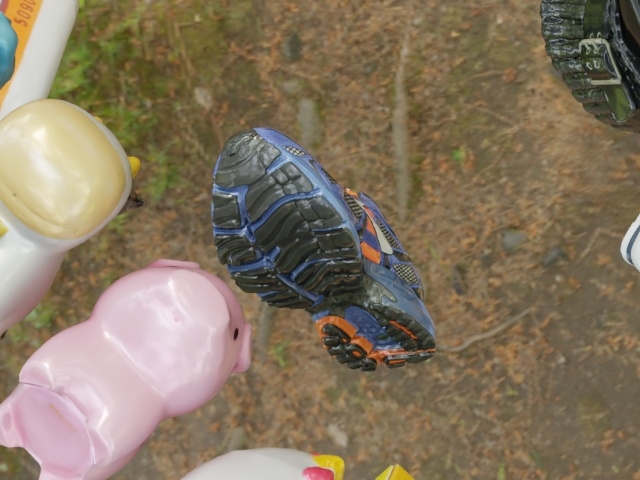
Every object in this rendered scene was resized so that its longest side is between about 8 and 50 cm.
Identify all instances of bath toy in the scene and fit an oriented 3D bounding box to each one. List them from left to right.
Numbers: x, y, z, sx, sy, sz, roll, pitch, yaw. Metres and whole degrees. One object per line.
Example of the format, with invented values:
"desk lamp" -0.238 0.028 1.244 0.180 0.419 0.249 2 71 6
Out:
"bath toy" -0.103 0.047 0.585 0.348 0.129 0.151 51 128 1

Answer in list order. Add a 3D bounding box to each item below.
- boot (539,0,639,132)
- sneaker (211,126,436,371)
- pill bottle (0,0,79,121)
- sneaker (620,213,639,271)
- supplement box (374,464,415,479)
"boot" 0.267 -0.222 0.940 0.260 0.131 0.348 -116 7 -67
"sneaker" 0.000 0.000 0.695 0.083 0.221 0.087 -18 51 17
"pill bottle" -0.392 -0.163 0.798 0.224 0.392 0.224 -52 25 35
"sneaker" 0.561 -0.049 1.782 0.095 0.090 0.235 -124 50 -66
"supplement box" 0.105 0.408 0.967 0.356 0.195 0.194 44 116 -2
